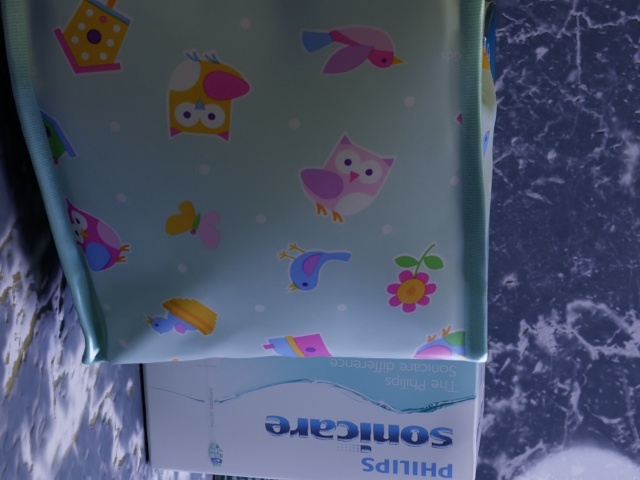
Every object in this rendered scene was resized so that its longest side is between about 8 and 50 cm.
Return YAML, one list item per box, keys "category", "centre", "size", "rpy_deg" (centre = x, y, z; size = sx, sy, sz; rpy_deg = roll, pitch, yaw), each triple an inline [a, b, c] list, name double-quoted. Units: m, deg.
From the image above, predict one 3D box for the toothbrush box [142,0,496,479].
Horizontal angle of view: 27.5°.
- category: "toothbrush box"
  centre: [0.000, 0.000, 0.837]
  size: [0.126, 0.216, 0.295]
  rpy_deg: [-61, 151, -68]

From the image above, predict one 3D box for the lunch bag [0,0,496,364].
- category: "lunch bag"
  centre: [-0.027, -0.078, 0.640]
  size: [0.160, 0.224, 0.262]
  rpy_deg: [-83, 169, -57]

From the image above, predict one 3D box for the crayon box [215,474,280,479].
- category: "crayon box"
  centre: [-0.017, 0.158, 1.173]
  size: [0.323, 0.083, 0.203]
  rpy_deg: [-27, 119, -79]
